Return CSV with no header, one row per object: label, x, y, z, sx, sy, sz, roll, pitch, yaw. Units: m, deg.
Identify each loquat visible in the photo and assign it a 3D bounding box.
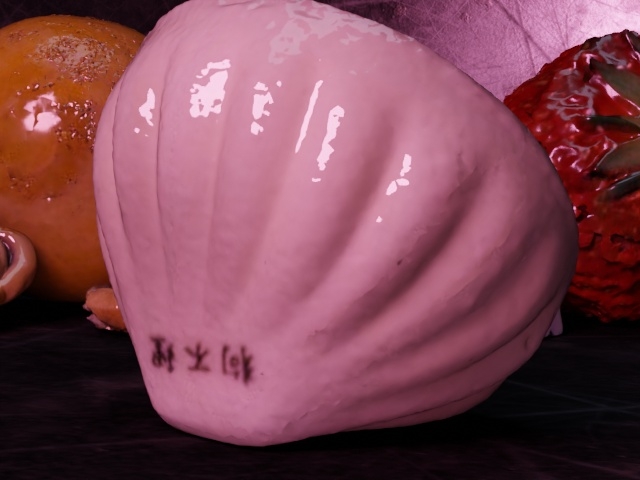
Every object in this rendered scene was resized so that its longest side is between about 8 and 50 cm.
loquat,-0.199,-0.066,1.193,0.235,0.235,0.235,2,4,0

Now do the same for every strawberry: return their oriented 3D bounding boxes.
strawberry,0.242,-0.032,1.304,0.238,0.250,0.288,-34,-4,-28

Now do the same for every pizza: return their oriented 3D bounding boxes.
pizza,-0.080,0.042,1.145,0.185,0.052,0.195,6,4,0

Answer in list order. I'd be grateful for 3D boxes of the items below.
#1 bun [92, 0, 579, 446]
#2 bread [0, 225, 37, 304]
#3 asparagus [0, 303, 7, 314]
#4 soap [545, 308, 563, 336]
bun,-0.017,0.022,0.755,0.263,0.175,0.263,23,-28,13
bread,-0.323,0.022,1.069,0.225,0.081,0.134,6,10,21
asparagus,-0.324,0.040,1.160,0.165,0.030,0.036,5,28,5
soap,0.121,0.043,1.200,0.149,0.056,0.100,5,7,33
